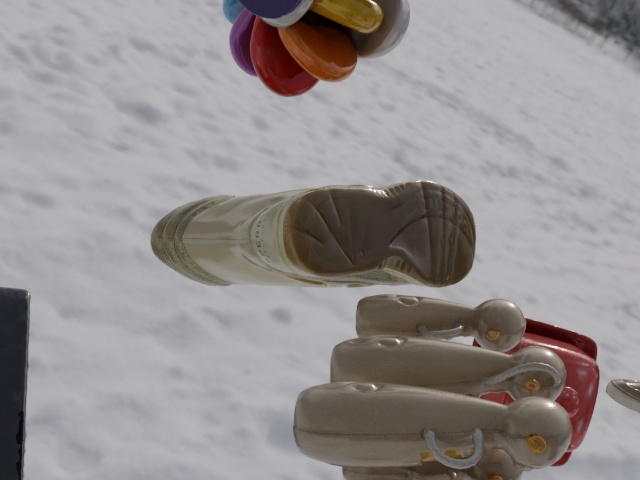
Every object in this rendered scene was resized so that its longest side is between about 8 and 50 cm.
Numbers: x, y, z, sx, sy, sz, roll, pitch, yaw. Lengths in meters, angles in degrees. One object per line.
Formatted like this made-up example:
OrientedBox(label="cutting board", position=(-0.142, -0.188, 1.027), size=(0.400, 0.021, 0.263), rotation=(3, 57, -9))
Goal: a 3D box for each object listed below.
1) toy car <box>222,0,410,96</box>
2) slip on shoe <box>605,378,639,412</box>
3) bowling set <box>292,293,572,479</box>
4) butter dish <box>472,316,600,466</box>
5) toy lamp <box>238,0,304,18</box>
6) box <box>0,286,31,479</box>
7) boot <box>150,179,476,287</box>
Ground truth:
OrientedBox(label="toy car", position=(-0.024, -0.201, 0.952), size=(0.159, 0.136, 0.182), rotation=(12, 24, -41))
OrientedBox(label="slip on shoe", position=(0.333, 0.142, 0.997), size=(0.135, 0.041, 0.051), rotation=(13, 16, -6))
OrientedBox(label="bowling set", position=(0.085, 0.152, 0.712), size=(0.154, 0.200, 0.287), rotation=(1, 14, 12))
OrientedBox(label="butter dish", position=(0.249, 0.173, 1.194), size=(0.159, 0.160, 0.118), rotation=(16, -3, -16))
OrientedBox(label="toy lamp", position=(0.044, -0.222, 0.801), size=(0.080, 0.080, 0.274), rotation=(35, 37, 19))
OrientedBox(label="box", position=(-0.372, 0.239, 0.958), size=(0.182, 0.294, 0.296), rotation=(7, 37, -18))
OrientedBox(label="boot", position=(0.000, 0.000, 0.976), size=(0.203, 0.095, 0.262), rotation=(-4, -1, 43))
